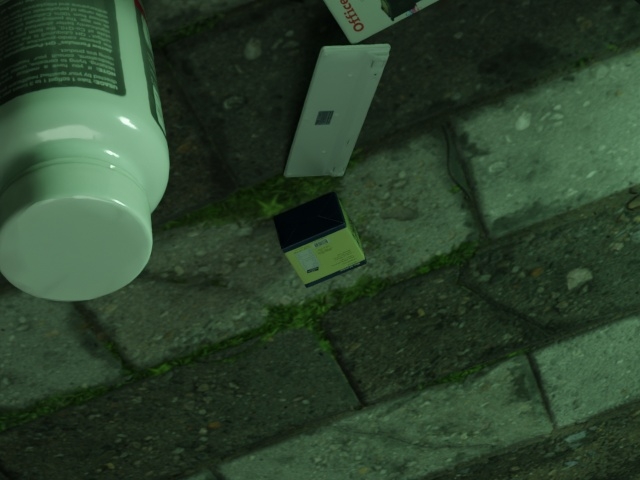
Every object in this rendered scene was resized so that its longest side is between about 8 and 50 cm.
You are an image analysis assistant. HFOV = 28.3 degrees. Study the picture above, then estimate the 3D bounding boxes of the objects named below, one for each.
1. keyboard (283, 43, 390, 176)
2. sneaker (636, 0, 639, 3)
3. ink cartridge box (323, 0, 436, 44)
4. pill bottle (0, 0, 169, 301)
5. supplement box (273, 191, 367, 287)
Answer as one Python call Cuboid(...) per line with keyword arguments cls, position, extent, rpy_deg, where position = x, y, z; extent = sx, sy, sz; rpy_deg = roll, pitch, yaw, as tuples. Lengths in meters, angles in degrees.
Cuboid(cls="keyboard", position=(0.014, -0.134, 1.370), extent=(0.072, 0.014, 0.256), rpy_deg=(1, 153, -11))
Cuboid(cls="sneaker", position=(0.300, -0.298, 1.247), extent=(0.300, 0.121, 0.111), rpy_deg=(9, 132, -25))
Cuboid(cls="ink cartridge box", position=(0.073, -0.287, 1.227), extent=(0.175, 0.072, 0.127), rpy_deg=(-27, 138, 11))
Cuboid(cls="pill bottle", position=(-0.231, -0.105, 1.147), extent=(0.176, 0.318, 0.176), rpy_deg=(-8, 137, -7))
Cuboid(cls="supplement box", position=(0.000, 0.000, 1.528), extent=(0.083, 0.056, 0.083), rpy_deg=(-22, 138, 8))
